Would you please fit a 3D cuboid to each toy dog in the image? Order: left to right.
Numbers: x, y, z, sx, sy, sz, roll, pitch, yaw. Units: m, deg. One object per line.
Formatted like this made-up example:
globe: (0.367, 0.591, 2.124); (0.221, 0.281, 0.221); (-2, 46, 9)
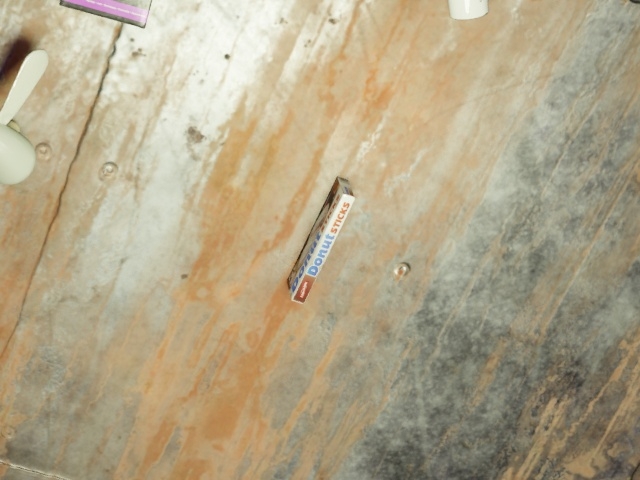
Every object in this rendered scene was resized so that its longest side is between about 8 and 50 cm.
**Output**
toy dog: (-0.462, -0.230, 1.743); (0.220, 0.161, 0.334); (4, 141, -4)

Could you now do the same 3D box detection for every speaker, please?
speaker: (0.190, -0.365, 1.809); (0.055, 0.055, 0.136); (-11, 116, -2)

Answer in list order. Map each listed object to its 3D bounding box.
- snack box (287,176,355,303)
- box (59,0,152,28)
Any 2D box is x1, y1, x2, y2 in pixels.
snack box: (0.000, 0.000, 1.950); (0.022, 0.064, 0.178); (19, 111, -17)
box: (-0.261, -0.366, 1.766); (0.116, 0.029, 0.162); (14, 114, -14)
